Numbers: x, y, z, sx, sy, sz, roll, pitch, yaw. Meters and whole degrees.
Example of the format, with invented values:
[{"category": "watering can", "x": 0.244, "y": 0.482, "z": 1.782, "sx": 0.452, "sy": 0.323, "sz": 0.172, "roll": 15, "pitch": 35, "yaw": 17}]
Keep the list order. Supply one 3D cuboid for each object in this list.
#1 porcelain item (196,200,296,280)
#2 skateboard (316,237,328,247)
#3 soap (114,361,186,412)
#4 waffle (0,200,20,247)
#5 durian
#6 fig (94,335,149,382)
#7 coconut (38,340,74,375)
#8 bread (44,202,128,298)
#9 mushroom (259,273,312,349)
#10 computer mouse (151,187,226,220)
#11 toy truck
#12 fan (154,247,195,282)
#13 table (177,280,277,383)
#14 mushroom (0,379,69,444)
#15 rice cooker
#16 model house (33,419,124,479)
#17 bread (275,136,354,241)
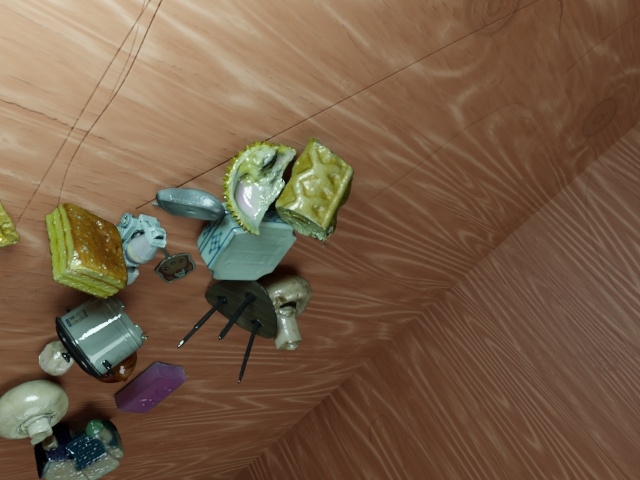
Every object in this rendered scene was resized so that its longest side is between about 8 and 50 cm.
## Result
[{"category": "porcelain item", "x": -0.247, "y": -0.007, "z": 1.677, "sx": 0.285, "sy": 0.157, "sz": 0.281, "roll": 5, "pitch": 131, "yaw": -44}, {"category": "skateboard", "x": 0.000, "y": 0.000, "z": 1.968, "sx": 0.032, "sy": 0.083, "sz": 0.064, "roll": -22, "pitch": 147, "yaw": -18}, {"category": "soap", "x": -0.741, "y": 0.648, "z": 2.181, "sx": 0.259, "sy": 0.081, "sz": 0.181, "roll": -38, "pitch": 147, "yaw": 8}, {"category": "waffle", "x": -0.892, "y": -0.024, "z": 1.189, "sx": 0.273, "sy": 0.057, "sz": 0.168, "roll": -18, "pitch": 145, "yaw": -22}, {"category": "durian", "x": -0.191, "y": -0.183, "z": 1.479, "sx": 0.307, "sy": 0.166, "sz": 0.172, "roll": -59, "pitch": 162, "yaw": -17}, {"category": "fig", "x": -0.753, "y": 0.421, "z": 1.836, "sx": 0.174, "sy": 0.207, "sz": 0.175, "roll": 1, "pitch": 116, "yaw": 2}, {"category": "coconut", "x": -0.904, "y": 0.407, "z": 1.703, "sx": 0.124, "sy": 0.110, "sz": 0.110, "roll": -49, "pitch": 145, "yaw": 12}, {"category": "bread", "x": -0.619, "y": 0.025, "z": 1.329, "sx": 0.110, "sy": 0.234, "sz": 0.184, "roll": -35, "pitch": 146, "yaw": 9}, {"category": "mushroom", "x": -0.146, "y": 0.291, "z": 2.032, "sx": 0.292, "sy": 0.290, "sz": 0.293, "roll": -21, "pitch": 151, "yaw": -12}, {"category": "computer mouse", "x": -0.380, "y": -0.114, "z": 1.454, "sx": 0.228, "sy": 0.069, "sz": 0.113, "roll": 9, "pitch": 155, "yaw": 8}, {"category": "toy truck", "x": -0.555, "y": 0.030, "z": 1.475, "sx": 0.257, "sy": 0.140, "sz": 0.108, "roll": -46, "pitch": 146, "yaw": 20}, {"category": "fan", "x": -0.506, "y": 0.072, "z": 1.695, "sx": 0.131, "sy": 0.009, "sz": 0.220, "roll": -30, "pitch": 149, "yaw": -10}, {"category": "table", "x": -0.327, "y": 0.312, "z": 1.786, "sx": 0.318, "sy": 0.317, "sz": 0.249, "roll": 107, "pitch": 10, "yaw": -45}, {"category": "mushroom", "x": -1.033, "y": 0.624, "z": 1.792, "sx": 0.246, "sy": 0.202, "sz": 0.246, "roll": -33, "pitch": 155, "yaw": -18}, {"category": "rice cooker", "x": -0.713, "y": 0.305, "z": 1.590, "sx": 0.227, "sy": 0.280, "sz": 0.241, "roll": -37, "pitch": 154, "yaw": -25}, {"category": "model house", "x": -1.027, "y": 0.862, "z": 2.088, "sx": 0.298, "sy": 0.243, "sz": 0.284, "roll": -27, "pitch": 139, "yaw": -16}, {"category": "bread", "x": -0.014, "y": -0.151, "z": 1.567, "sx": 0.238, "sy": 0.196, "sz": 0.252, "roll": 37, "pitch": 73, "yaw": -20}]
